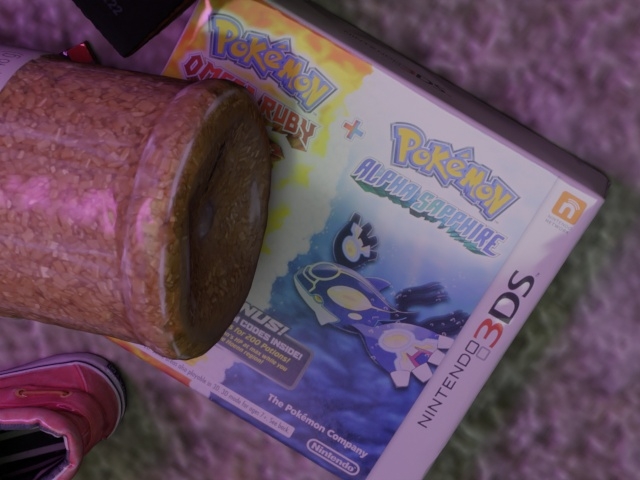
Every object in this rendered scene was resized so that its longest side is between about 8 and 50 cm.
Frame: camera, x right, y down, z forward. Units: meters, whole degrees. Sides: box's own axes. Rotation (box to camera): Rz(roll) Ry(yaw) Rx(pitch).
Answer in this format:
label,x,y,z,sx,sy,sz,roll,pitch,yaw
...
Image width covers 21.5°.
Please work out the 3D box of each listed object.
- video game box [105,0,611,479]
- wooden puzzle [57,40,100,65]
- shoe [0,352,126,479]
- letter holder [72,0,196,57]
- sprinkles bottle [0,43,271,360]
label,x,y,z,sx,sy,sz,roll,pitch,yaw
video game box,0.000,0.000,0.787,0.205,0.048,0.187,30,107,1
wooden puzzle,-0.123,-0.064,0.812,0.083,0.006,0.049,-24,101,16
shoe,-0.186,0.107,0.835,0.178,0.081,0.063,-17,103,15
letter holder,-0.085,-0.270,0.683,0.302,0.214,0.152,48,141,-7
sprinkles bottle,-0.204,-0.039,0.746,0.355,0.121,0.121,11,108,17
